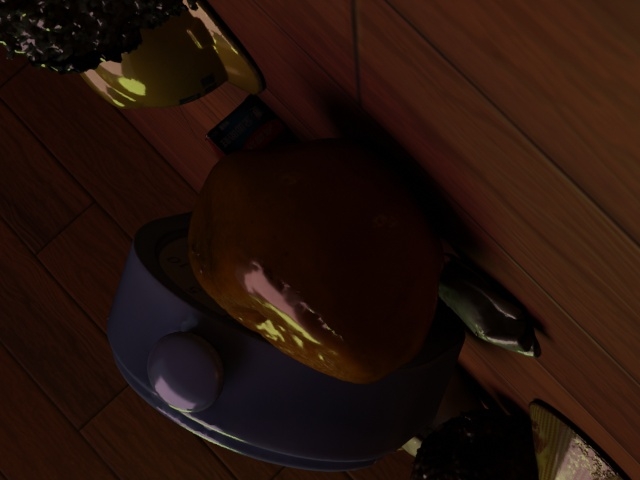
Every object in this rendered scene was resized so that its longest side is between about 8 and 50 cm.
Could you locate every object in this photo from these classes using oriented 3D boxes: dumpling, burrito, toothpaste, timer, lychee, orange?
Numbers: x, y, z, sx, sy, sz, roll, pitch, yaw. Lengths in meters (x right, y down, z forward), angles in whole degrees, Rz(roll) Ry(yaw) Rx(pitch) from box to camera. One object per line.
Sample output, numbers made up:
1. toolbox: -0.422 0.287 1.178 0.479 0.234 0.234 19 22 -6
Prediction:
1. dumpling: 0.170 0.261 1.621 0.132 0.162 0.250 -18 113 41
2. burrito: 0.149 0.064 1.014 0.118 0.044 0.074 46 171 50
3. toothpaste: -0.064 -0.078 1.414 0.066 0.076 0.320 45 174 17
4. timer: -0.050 0.092 1.234 0.395 0.173 0.395 19 -162 -6
5. lychee: 0.213 0.314 1.480 0.188 0.188 0.188 46 174 7
6. orange: 0.000 0.000 0.990 0.249 0.183 0.249 32 166 9

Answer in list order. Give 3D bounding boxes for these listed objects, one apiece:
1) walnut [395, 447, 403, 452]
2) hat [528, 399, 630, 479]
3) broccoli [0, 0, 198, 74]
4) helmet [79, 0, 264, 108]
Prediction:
1. walnut: 0.105 0.304 2.176 0.245 0.198 0.198 55 179 31
2. hat: 0.282 0.276 1.274 0.193 0.082 0.193 46 173 8
3. broccoli: -0.175 -0.244 0.821 0.221 0.252 0.361 52 -153 -13
4. helmet: -0.194 -0.214 1.182 0.257 0.140 0.205 50 174 -3
